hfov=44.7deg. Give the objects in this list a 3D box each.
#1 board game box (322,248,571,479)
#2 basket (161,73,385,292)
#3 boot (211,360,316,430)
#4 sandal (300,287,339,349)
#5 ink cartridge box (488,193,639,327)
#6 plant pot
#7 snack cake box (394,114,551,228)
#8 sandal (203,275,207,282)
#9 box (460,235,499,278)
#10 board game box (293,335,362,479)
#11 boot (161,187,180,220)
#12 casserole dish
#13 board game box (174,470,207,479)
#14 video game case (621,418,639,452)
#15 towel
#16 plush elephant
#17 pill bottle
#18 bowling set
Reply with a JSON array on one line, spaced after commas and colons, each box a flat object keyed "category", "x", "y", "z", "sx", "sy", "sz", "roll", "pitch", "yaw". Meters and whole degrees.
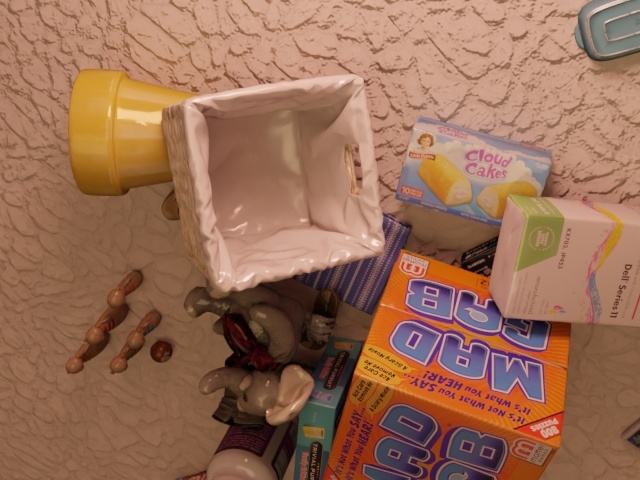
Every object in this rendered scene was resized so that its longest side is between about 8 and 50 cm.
[{"category": "board game box", "x": 0.245, "y": 0.303, "z": 1.517, "sx": 0.357, "sy": 0.356, "sz": 0.356, "roll": 18, "pitch": 131, "yaw": 7}, {"category": "basket", "x": -0.098, "y": -0.112, "z": 1.410, "sx": 0.331, "sy": 0.266, "sz": 0.328, "roll": -13, "pitch": 101, "yaw": -22}, {"category": "boot", "x": -0.120, "y": 0.362, "z": 1.788, "sx": 0.247, "sy": 0.161, "sz": 0.083, "roll": -1, "pitch": 148, "yaw": 21}, {"category": "sandal", "x": 0.005, "y": 0.175, "z": 1.734, "sx": 0.072, "sy": 0.049, "sz": 0.180, "roll": 32, "pitch": 123, "yaw": 16}, {"category": "ink cartridge box", "x": 0.509, "y": 0.041, "z": 1.430, "sx": 0.354, "sy": 0.119, "sz": 0.207, "roll": 4, "pitch": 111, "yaw": -7}, {"category": "plant pot", "x": -0.353, "y": -0.214, "z": 1.561, "sx": 0.239, "sy": 0.254, "sz": 0.254, "roll": 1, "pitch": 115, "yaw": -2}, {"category": "snack cake box", "x": 0.291, "y": -0.127, "z": 1.493, "sx": 0.264, "sy": 0.089, "sz": 0.152, "roll": 16, "pitch": 118, "yaw": 8}, {"category": "sandal", "x": -0.208, "y": 0.106, "z": 1.735, "sx": 0.076, "sy": 0.102, "sz": 0.265, "roll": -25, "pitch": 107, "yaw": 21}, {"category": "box", "x": 0.419, "y": 0.060, "z": 1.564, "sx": 0.220, "sy": 0.051, "sz": 0.175, "roll": -29, "pitch": 104, "yaw": 25}, {"category": "board game box", "x": 0.015, "y": 0.424, "z": 1.732, "sx": 0.079, "sy": 0.254, "sz": 0.336, "roll": 11, "pitch": 117, "yaw": 11}, {"category": "boot", "x": -0.273, "y": -0.083, "z": 1.628, "sx": 0.213, "sy": 0.165, "sz": 0.077, "roll": -26, "pitch": 104, "yaw": 23}, {"category": "casserole dish", "x": 0.535, "y": -0.374, "z": 1.339, "sx": 0.188, "sy": 0.037, "sz": 0.114, "roll": -14, "pitch": 110, "yaw": 20}, {"category": "board game box", "x": -0.234, "y": 0.718, "z": 2.003, "sx": 0.291, "sy": 0.141, "sz": 0.232, "roll": -21, "pitch": 107, "yaw": 23}, {"category": "video game case", "x": 0.776, "y": 0.407, "z": 1.641, "sx": 0.183, "sy": 0.023, "sz": 0.201, "roll": 35, "pitch": 119, "yaw": -2}, {"category": "towel", "x": 0.000, "y": 0.000, "z": 1.663, "sx": 0.336, "sy": 0.040, "sz": 0.243, "roll": 25, "pitch": 119, "yaw": 4}, {"category": "plush elephant", "x": -0.137, "y": 0.238, "z": 1.586, "sx": 0.330, "sy": 0.255, "sz": 0.272, "roll": 22, "pitch": 159, "yaw": -23}, {"category": "pill bottle", "x": -0.162, "y": 0.513, "z": 1.796, "sx": 0.169, "sy": 0.301, "sz": 0.169, "roll": 6, "pitch": 115, "yaw": 13}, {"category": "bowling set", "x": -0.449, "y": 0.233, "z": 1.832, "sx": 0.200, "sy": 0.154, "sz": 0.287, "roll": 32, "pitch": 119, "yaw": 0}]
